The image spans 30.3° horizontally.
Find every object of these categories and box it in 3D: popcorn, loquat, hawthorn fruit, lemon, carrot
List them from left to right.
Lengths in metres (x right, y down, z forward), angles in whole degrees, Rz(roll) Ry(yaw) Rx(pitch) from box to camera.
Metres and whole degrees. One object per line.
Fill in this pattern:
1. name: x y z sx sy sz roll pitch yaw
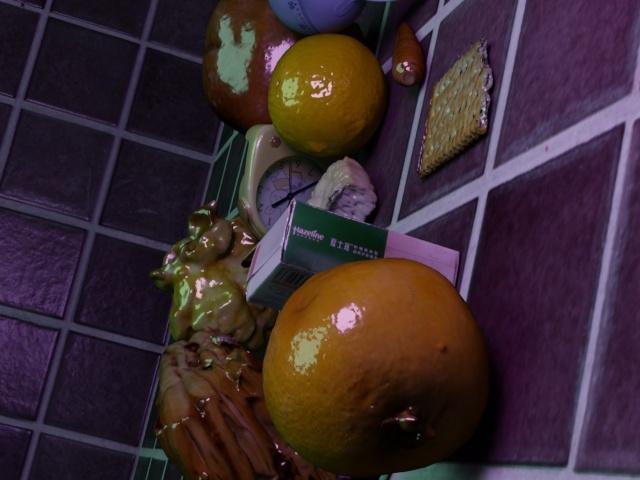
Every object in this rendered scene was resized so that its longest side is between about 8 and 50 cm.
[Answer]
1. popcorn: -0.153 0.075 1.962 0.258 0.224 0.270 28 -128 -63
2. hawthorn fruit: -0.063 -0.268 1.955 0.268 0.268 0.301 151 126 -73
3. lemon: 0.011 -0.219 1.750 0.178 0.178 0.203 129 154 -61
4. loquat: 0.053 0.116 1.072 0.208 0.208 0.208 -164 90 -78
5. carrot: 0.121 -0.270 1.658 0.216 0.048 0.048 -87 17 -60

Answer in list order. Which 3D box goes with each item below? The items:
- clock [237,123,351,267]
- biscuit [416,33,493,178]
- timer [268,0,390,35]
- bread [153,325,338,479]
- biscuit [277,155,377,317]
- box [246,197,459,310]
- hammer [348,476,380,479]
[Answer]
1. clock: -0.054 -0.060 1.850 0.069 0.170 0.232 17 94 64
2. biscuit: 0.160 -0.159 1.390 0.203 0.016 0.144 138 145 -69
3. timer: 0.045 -0.383 1.770 0.175 0.255 0.175 4 -90 -86
4. bread: -0.085 0.254 1.500 0.167 0.277 0.324 -29 10 0
5. biscuit: 0.000 0.000 1.741 0.179 0.084 0.281 -98 26 -60
6. box: 0.033 0.039 1.278 0.135 0.199 0.081 135 151 -62
7. hammer: 0.035 0.184 1.471 0.427 0.044 0.152 -124 50 -75
